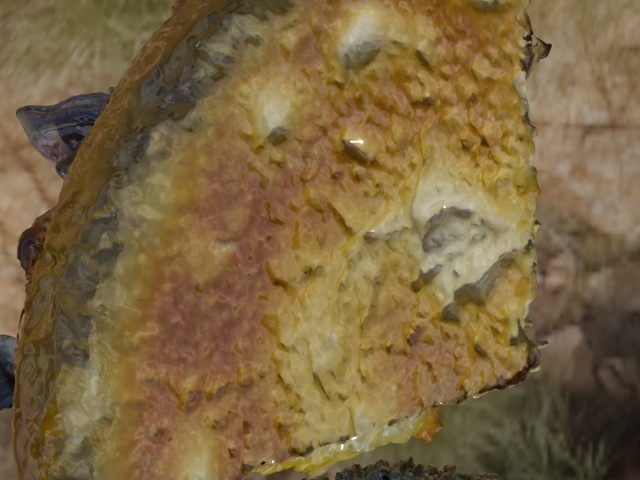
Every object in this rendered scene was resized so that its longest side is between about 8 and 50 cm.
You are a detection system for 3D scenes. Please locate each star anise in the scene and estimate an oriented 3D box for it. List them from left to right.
[{"bbox_3d":[-0.109,-0.046,1.326,0.212,0.197,0.073,34,111,29],"label":"star anise"}]

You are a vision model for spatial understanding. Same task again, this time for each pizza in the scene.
[{"bbox_3d":[0.000,0.000,0.809,0.226,0.335,0.086,43,157,-27],"label":"pizza"}]

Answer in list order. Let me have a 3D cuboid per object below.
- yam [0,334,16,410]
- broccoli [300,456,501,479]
[{"bbox_3d":[-0.262,0.091,1.207,0.045,0.045,0.327,31,159,-25],"label":"yam"},{"bbox_3d":[0.048,0.234,1.116,0.288,0.260,0.235,-8,127,12],"label":"broccoli"}]
